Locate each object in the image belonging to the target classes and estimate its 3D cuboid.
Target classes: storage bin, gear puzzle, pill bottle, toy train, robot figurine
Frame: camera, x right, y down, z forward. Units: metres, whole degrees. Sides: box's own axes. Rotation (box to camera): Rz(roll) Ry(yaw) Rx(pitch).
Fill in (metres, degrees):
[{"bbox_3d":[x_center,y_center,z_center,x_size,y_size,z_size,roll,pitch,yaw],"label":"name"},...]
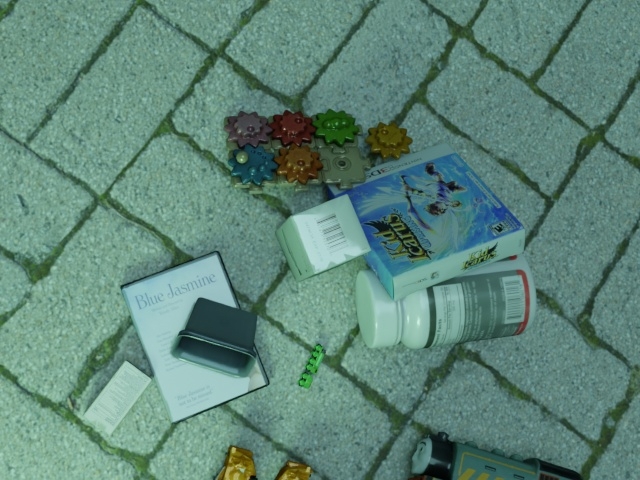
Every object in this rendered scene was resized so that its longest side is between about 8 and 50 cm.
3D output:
[{"bbox_3d":[-0.169,0.160,1.468,0.135,0.098,0.091,19,51,-8],"label":"storage bin"},{"bbox_3d":[0.003,-0.168,1.552,0.339,0.044,0.175,-3,57,-11],"label":"gear puzzle"},{"bbox_3d":[0.212,0.102,1.528,0.283,0.161,0.161,-6,83,-11],"label":"pill bottle"},{"bbox_3d":[0.297,0.453,1.517,0.334,0.142,0.190,18,67,-6],"label":"toy train"},{"bbox_3d":[-0.119,0.498,1.449,0.211,0.085,0.291,17,79,-8],"label":"robot figurine"},{"bbox_3d":[-0.014,0.221,1.543,0.024,0.017,0.083,30,78,-16],"label":"toy train"}]

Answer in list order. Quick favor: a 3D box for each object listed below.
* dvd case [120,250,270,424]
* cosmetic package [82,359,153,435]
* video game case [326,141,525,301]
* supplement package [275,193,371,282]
[{"bbox_3d":[-0.214,0.164,1.510,0.180,0.022,0.253,-21,86,-13],"label":"dvd case"},{"bbox_3d":[-0.336,0.261,1.463,0.060,0.041,0.115,39,77,-4],"label":"cosmetic package"},{"bbox_3d":[0.174,-0.042,1.512,0.244,0.061,0.269,-21,45,-12],"label":"video game case"},{"bbox_3d":[0.000,0.000,1.492,0.105,0.179,0.105,-23,87,-13],"label":"supplement package"}]
